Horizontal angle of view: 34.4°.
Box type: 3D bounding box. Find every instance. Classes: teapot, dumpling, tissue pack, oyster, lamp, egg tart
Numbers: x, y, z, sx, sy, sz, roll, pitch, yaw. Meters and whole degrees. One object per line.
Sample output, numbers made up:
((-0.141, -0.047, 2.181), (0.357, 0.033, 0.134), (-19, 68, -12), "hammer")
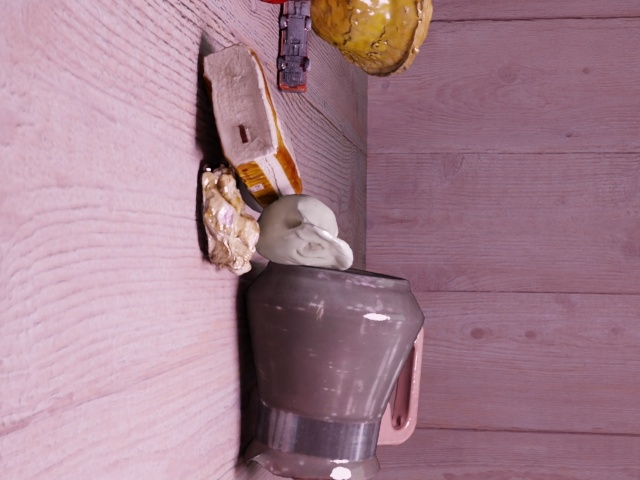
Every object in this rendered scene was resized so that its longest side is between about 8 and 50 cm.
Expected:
((0.032, 0.228, 1.769), (0.376, 0.306, 0.361), (7, 92, -42), "teapot")
((-0.024, -0.014, 1.553), (0.219, 0.153, 0.108), (6, -90, 64), "dumpling")
((-0.096, -0.165, 1.521), (0.226, 0.092, 0.183), (53, 17, -74), "tissue pack")
((-0.126, -0.024, 1.508), (0.191, 0.081, 0.163), (84, 5, -57), "oyster")
((-0.084, -0.094, 1.695), (0.105, 0.105, 0.105), (0, 90, -82), "lamp")
((0.059, -0.532, 2.100), (0.443, 0.178, 0.443), (43, -36, 44), "egg tart")

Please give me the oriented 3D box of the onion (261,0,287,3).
((-0.079, -0.446, 1.660), (0.131, 0.131, 0.131), (0, 90, -82), "onion")

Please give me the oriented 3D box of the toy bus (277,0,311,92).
((-0.050, -0.386, 2.060), (0.077, 0.065, 0.192), (86, 6, -79), "toy bus")

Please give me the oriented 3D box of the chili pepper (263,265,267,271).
((-0.059, 0.229, 1.953), (0.137, 0.092, 0.368), (-97, -175, -58), "chili pepper")
